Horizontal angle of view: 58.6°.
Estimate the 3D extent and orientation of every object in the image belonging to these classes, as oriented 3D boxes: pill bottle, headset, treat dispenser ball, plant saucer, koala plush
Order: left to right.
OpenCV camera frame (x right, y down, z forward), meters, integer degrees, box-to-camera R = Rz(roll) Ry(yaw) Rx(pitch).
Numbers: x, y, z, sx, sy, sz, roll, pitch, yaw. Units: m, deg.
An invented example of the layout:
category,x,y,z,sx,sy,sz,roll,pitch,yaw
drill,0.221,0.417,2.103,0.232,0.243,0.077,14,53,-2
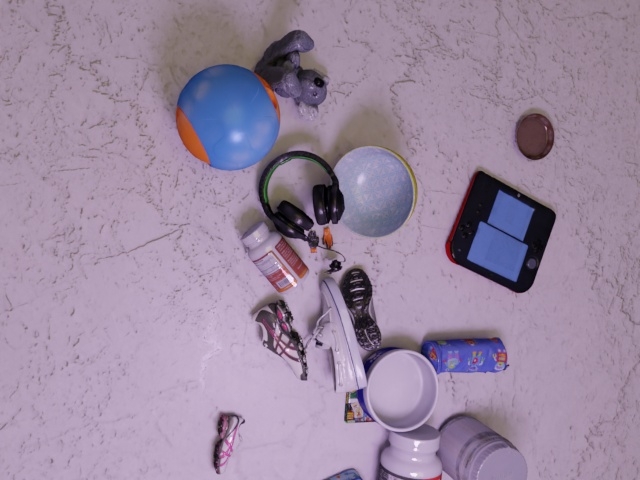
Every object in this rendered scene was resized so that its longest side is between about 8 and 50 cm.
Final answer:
category,x,y,z,sx,sy,sz,roll,pitch,yaw
treat dispenser ball,-0.254,-0.339,1.582,0.288,0.288,0.288,-2,95,-19
pill bottle,-0.142,0.050,1.743,0.121,0.121,0.216,-41,105,-11
koala plush,-0.066,-0.481,1.715,0.221,0.203,0.196,24,74,-40
headset,-0.029,-0.083,1.763,0.243,0.185,0.394,-26,87,6
pill bottle,0.297,0.814,1.913,0.210,0.210,0.363,4,94,-19
plant saucer,0.771,-0.374,2.065,0.168,0.029,0.168,-1,94,-19

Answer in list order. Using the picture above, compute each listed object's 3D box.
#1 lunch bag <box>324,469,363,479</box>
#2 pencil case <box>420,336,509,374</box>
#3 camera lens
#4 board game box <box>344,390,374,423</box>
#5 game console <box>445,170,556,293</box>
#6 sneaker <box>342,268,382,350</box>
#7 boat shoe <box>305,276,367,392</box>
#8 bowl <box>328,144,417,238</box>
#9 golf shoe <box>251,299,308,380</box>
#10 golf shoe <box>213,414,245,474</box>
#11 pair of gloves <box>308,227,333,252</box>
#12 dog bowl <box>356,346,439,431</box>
category,x,y,z,sx,sy,sz,roll,pitch,yaw
lunch bag,0.060,0.886,1.905,0.219,0.090,0.176,-18,103,-16
pencil case,0.505,0.408,1.997,0.306,0.119,0.133,2,105,-19
camera lens,0.540,0.748,1.955,0.219,0.274,0.219,-2,96,-19
board game box,0.210,0.553,1.957,0.259,0.030,0.136,3,92,-19
game console,0.650,-0.021,2.040,0.386,0.060,0.342,25,87,-20
sneaker,0.132,0.227,1.874,0.100,0.108,0.271,-11,83,1
boat shoe,0.025,0.308,1.811,0.156,0.136,0.367,-15,89,-7
bowl,0.188,-0.161,1.801,0.156,0.289,0.289,-26,107,-58
golf shoe,-0.118,0.325,1.801,0.120,0.105,0.273,-21,97,2
golf shoe,-0.284,0.639,1.775,0.086,0.067,0.186,11,91,-21
pair of gloves,0.000,0.000,1.846,0.083,0.010,0.074,-11,99,-15
dog bowl,0.255,0.490,1.897,0.265,0.104,0.265,1,87,-19
